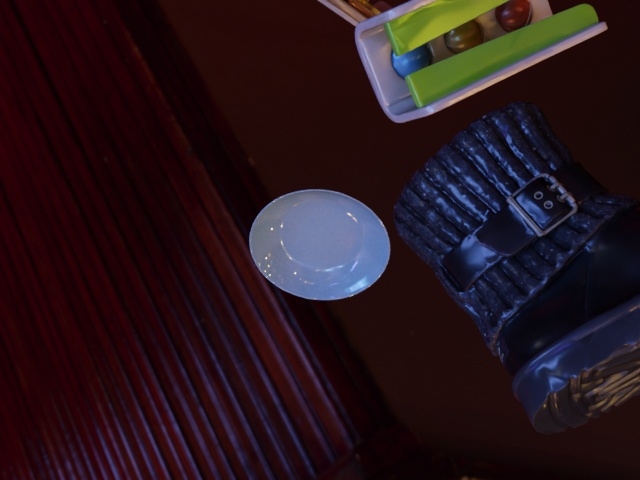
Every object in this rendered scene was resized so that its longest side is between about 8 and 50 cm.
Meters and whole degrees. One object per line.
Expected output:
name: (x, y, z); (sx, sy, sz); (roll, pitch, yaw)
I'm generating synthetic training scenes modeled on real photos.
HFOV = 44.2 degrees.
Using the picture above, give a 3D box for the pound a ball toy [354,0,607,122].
pound a ball toy: (0.192, -0.300, 0.948); (0.319, 0.208, 0.136); (-28, -168, -17)

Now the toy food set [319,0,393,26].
toy food set: (0.020, -0.436, 1.286); (0.306, 0.220, 0.092); (26, 108, -30)

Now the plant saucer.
plant saucer: (0.000, 0.000, 1.096); (0.195, 0.037, 0.195); (3, 128, 4)

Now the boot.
boot: (0.255, -0.026, 0.668); (0.348, 0.260, 0.131); (-27, 141, 1)
